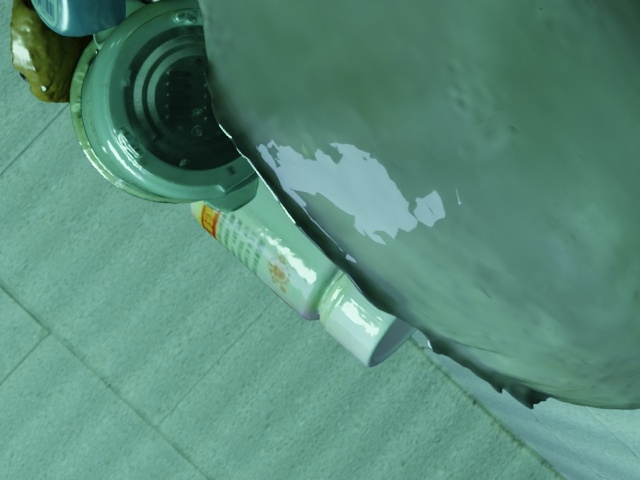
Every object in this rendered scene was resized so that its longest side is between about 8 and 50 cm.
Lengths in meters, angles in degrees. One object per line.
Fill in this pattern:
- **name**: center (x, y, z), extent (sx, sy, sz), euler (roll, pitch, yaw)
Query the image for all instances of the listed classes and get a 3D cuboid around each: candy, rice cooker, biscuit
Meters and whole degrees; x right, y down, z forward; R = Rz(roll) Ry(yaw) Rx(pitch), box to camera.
- **candy**: center (0.086, -0.084, 0.613), extent (0.427, 0.186, 0.386), euler (41, -165, -47)
- **rice cooker**: center (-0.173, -0.172, 1.475), extent (0.317, 0.264, 0.317), euler (49, 170, 11)
- **biscuit**: center (-0.322, -0.313, 1.539), extent (0.075, 0.296, 0.296), euler (11, 172, 4)

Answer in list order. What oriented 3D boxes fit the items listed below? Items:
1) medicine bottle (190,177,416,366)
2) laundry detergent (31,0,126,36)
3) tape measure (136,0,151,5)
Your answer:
- **medicine bottle**: center (0.000, 0.000, 1.827), extent (0.388, 0.219, 0.219), euler (40, 174, 17)
- **laundry detergent**: center (-0.243, -0.345, 1.127), extent (0.290, 0.094, 0.143), euler (99, 152, -48)
- **tape measure**: center (-0.350, -0.385, 1.915), extent (0.180, 0.104, 0.107), euler (43, 178, -7)
